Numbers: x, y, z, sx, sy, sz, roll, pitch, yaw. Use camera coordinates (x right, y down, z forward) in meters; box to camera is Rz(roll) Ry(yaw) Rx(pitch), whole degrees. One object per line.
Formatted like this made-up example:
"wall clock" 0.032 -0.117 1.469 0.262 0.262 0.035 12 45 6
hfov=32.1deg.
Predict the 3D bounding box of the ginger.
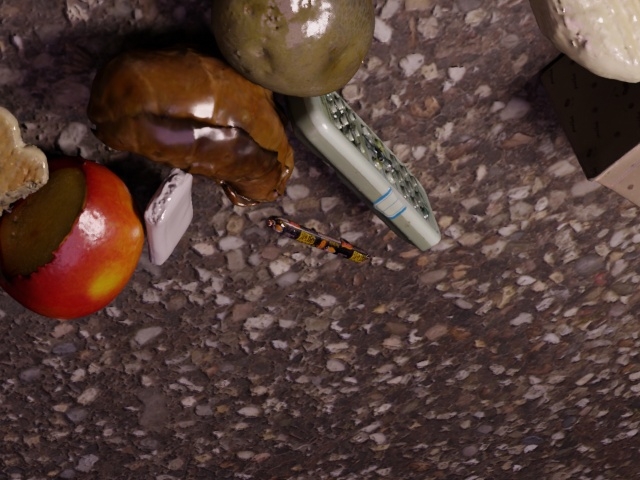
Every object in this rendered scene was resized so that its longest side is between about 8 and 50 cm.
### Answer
"ginger" -0.134 -0.146 1.388 0.172 0.165 0.321 -43 136 20

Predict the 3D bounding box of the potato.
"potato" -0.028 -0.258 1.309 0.177 0.160 0.235 -7 151 19

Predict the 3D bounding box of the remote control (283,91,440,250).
"remote control" 0.057 -0.104 1.521 0.065 0.128 0.335 -29 137 19

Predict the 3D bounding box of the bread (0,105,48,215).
"bread" -0.473 -0.087 1.414 0.250 0.039 0.182 -33 109 19

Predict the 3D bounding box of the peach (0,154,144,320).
"peach" -0.338 -0.007 1.471 0.196 0.190 0.226 18 137 7

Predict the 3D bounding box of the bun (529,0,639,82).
"bun" 0.382 -0.364 1.240 0.365 0.219 0.365 -1 110 -3

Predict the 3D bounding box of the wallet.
"wallet" -0.206 -0.033 1.517 0.033 0.095 0.190 27 157 4

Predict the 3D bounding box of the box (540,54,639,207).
"box" 0.481 -0.207 1.455 0.190 0.225 0.297 26 126 -36

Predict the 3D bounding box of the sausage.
"sausage" 0.000 0.000 1.698 0.198 0.025 0.028 20 173 -35
